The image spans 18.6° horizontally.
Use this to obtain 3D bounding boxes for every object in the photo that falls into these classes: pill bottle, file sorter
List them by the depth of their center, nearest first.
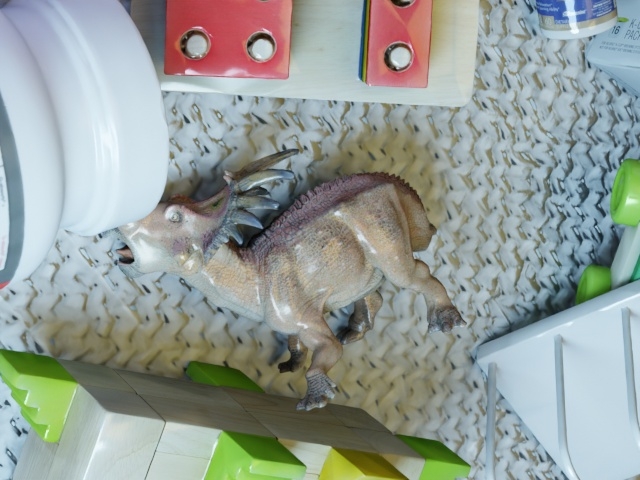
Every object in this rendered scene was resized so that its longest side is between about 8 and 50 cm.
[{"bbox_3d":[-0.293,-0.049,1.244,0.363,0.210,0.210,-17,109,-30],"label":"pill bottle"},{"bbox_3d":[0.296,0.157,1.619,0.193,0.278,0.173,51,27,-31],"label":"file sorter"},{"bbox_3d":[0.208,-0.233,1.632,0.067,0.067,0.120,-23,111,-29],"label":"pill bottle"}]

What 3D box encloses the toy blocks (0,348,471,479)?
[{"bbox_3d":[-0.100,0.245,1.475,0.381,0.191,0.261,13,103,-36],"label":"toy blocks"}]

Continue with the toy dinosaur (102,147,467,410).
[{"bbox_3d":[0.000,0.000,1.512,0.296,0.127,0.200,-25,106,-34],"label":"toy dinosaur"}]

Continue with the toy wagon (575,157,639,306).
[{"bbox_3d":[0.359,0.060,1.688,0.267,0.068,0.344,11,129,-3],"label":"toy wagon"}]

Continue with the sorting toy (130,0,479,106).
[{"bbox_3d":[-0.006,-0.227,1.407,0.257,0.089,0.255,3,99,-4],"label":"sorting toy"}]

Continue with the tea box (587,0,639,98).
[{"bbox_3d":[0.470,-0.212,1.721,0.329,0.220,0.323,30,81,-34],"label":"tea box"}]
